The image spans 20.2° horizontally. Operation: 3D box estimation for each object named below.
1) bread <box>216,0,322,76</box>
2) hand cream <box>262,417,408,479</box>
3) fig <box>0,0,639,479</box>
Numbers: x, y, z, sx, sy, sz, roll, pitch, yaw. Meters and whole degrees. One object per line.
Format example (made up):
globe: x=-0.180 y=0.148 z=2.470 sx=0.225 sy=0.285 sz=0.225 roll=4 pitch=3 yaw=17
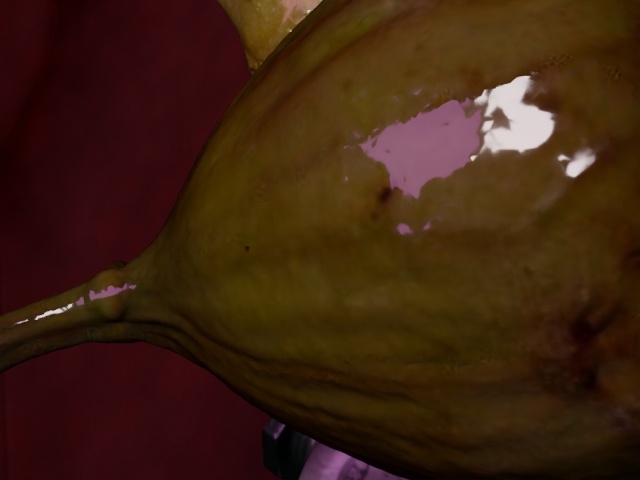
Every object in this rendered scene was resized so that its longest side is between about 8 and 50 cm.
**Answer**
bread: x=0.027 y=-0.155 z=0.784 sx=0.160 sy=0.088 sz=0.233 roll=-52 pitch=10 yaw=24
hand cream: x=0.094 y=0.149 z=0.668 sx=0.336 sy=0.076 sz=0.121 roll=35 pitch=102 yaw=43
fig: x=0.000 y=0.000 z=0.640 sx=0.321 sy=0.217 sz=0.217 roll=-11 pitch=57 yaw=0
